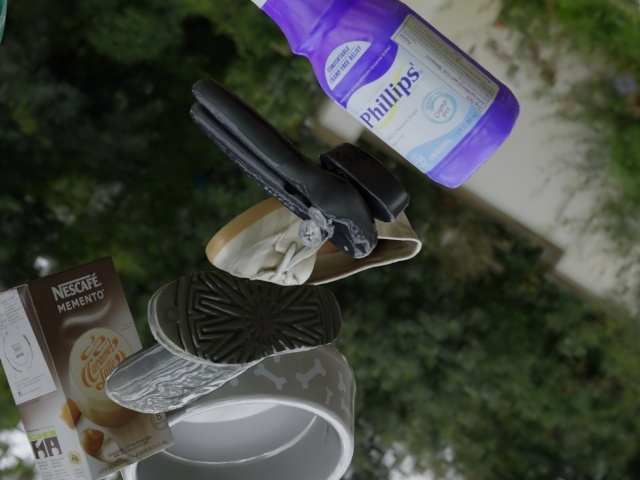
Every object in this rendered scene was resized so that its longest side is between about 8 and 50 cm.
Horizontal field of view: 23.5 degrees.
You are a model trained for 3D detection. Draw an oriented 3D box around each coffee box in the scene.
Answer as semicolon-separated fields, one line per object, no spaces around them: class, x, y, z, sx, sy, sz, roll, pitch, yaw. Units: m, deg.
coffee box;-0.292;0.159;1.858;0.141;0.098;0.246;-21;-87;-47

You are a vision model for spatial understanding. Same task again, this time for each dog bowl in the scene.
dog bowl;-0.113;0.260;2.054;0.349;0.349;0.102;26;-144;-36

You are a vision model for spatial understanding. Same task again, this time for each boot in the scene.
boot;-0.109;0.085;1.224;0.190;0.076;0.208;9;161;-42

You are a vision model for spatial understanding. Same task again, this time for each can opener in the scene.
can opener;-0.026;-0.053;1.114;0.186;0.059;0.073;34;-132;22

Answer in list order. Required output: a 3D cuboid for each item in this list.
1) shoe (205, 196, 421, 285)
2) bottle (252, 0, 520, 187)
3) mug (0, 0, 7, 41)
shoe;0.000;0.000;1.298;0.219;0.076;0.058;-10;-127;-43
bottle;0.057;-0.176;1.500;0.283;0.118;0.092;39;-143;-7
mug;-0.421;-0.262;1.767;0.129;0.157;0.097;28;150;-1
